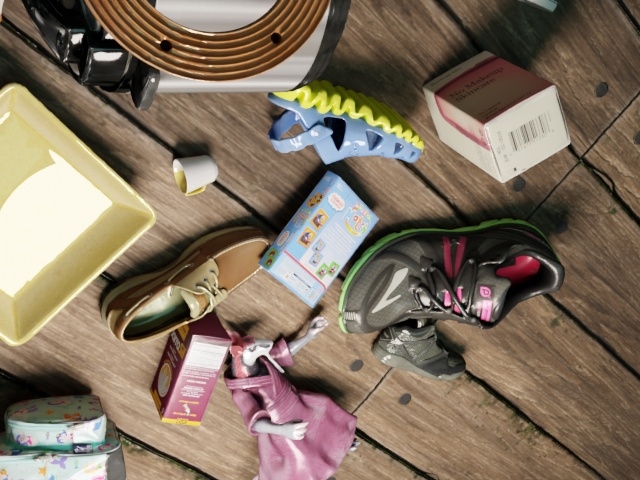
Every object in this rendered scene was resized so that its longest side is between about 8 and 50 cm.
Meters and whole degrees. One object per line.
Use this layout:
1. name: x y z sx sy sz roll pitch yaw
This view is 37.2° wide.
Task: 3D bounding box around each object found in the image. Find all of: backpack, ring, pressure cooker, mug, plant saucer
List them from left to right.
1. plant saucer: -0.492 -0.043 1.519 0.333 0.081 0.333 -43 125 1
2. backpack: -0.477 0.376 1.659 0.253 0.225 0.191 -9 96 -15
3. pressure cooker: -0.207 -0.387 1.298 0.420 0.370 0.375 -5 113 -26
4. mug: -0.214 -0.116 1.629 0.064 0.078 0.062 -19 89 -24
5. ring: -0.134 -0.355 1.118 0.337 0.032 0.336 -3 96 -25

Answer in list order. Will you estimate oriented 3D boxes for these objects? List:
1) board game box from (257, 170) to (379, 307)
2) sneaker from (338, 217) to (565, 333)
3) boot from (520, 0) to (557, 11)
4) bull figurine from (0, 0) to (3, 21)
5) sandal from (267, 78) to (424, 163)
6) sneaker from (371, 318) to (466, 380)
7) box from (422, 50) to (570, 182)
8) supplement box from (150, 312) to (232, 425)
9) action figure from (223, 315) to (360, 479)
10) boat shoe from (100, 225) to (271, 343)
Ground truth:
1. board game box: 0.000 0.000 1.744 0.211 0.039 0.160 -52 137 -5
2. sneaker: 0.260 0.077 1.843 0.483 0.202 0.185 -16 120 -16
3. boot: 0.359 -0.477 1.694 0.190 0.069 0.086 11 103 -37
4. bull figurine: -0.591 -0.333 1.313 0.310 0.101 0.188 23 102 -31
5. sandal: 0.033 -0.194 1.662 0.317 0.126 0.138 17 111 -22
6. sneaker: 0.228 0.213 1.968 0.227 0.087 0.130 20 112 -25
7. box: 0.309 -0.226 1.692 0.149 0.232 0.127 -31 123 -7
8. supplement box: -0.242 0.234 1.758 0.081 0.104 0.188 12 109 -28
9. action figure: -0.090 0.311 1.861 0.276 0.248 0.370 -18 118 36
10. boat shoe: -0.227 0.092 1.682 0.324 0.120 0.122 -29 124 -8
